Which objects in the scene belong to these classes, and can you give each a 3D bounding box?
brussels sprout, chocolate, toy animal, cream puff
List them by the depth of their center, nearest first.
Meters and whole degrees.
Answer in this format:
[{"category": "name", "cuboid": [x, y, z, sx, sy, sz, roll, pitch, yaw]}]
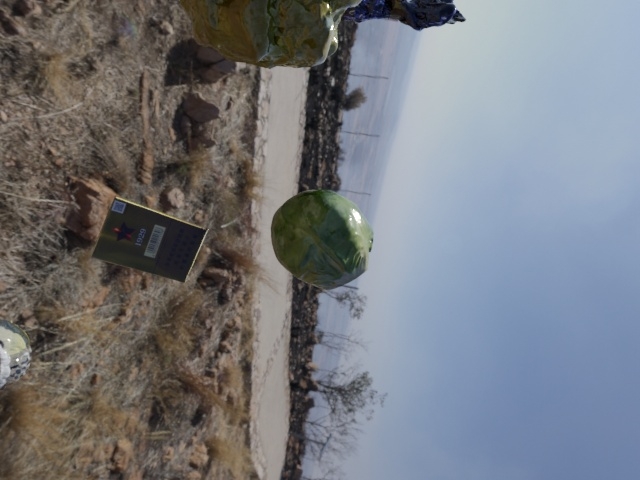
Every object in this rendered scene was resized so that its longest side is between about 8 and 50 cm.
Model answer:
[{"category": "toy animal", "cuboid": [-0.420, 0.162, 0.510, 0.098, 0.098, 0.137, -68, 165, -46]}, {"category": "brussels sprout", "cuboid": [-0.003, 0.002, 0.573, 0.117, 0.155, 0.155, -45, 149, -56]}, {"category": "cream puff", "cuboid": [-0.108, -0.464, 0.709, 0.274, 0.323, 0.269, -45, 155, -34]}, {"category": "chocolate", "cuboid": [0.215, -0.608, 1.047, 0.148, 0.344, 0.126, -96, -161, -79]}]

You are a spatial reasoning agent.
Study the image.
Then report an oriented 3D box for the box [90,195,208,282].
[{"category": "box", "cuboid": [-0.243, 0.001, 0.576, 0.023, 0.133, 0.090, 23, -88, 62]}]
